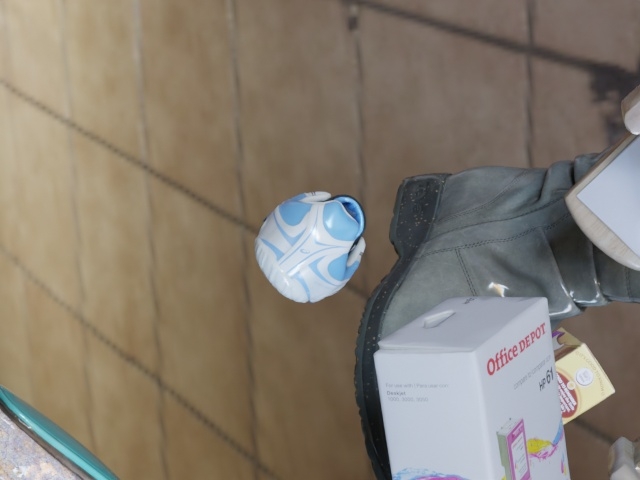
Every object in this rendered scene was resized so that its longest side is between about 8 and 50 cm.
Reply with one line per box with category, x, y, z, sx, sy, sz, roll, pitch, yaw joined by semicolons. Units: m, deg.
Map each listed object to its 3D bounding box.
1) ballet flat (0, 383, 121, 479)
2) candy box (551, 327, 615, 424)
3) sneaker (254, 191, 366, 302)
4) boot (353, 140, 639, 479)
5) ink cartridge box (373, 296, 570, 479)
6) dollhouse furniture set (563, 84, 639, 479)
ballet flat;-0.287;0.142;1.370;0.316;0.106;0.107;45;176;-16
candy box;0.143;0.146;1.434;0.053;0.187;0.109;56;-179;-4
sneaker;0.000;0.000;1.372;0.085;0.086;0.237;57;-177;-3
boot;0.112;0.034;0.923;0.083;0.161;0.246;59;-150;-38
ink cartridge box;0.072;0.093;0.784;0.052;0.088;0.122;-4;103;29
dollhouse furniture set;0.204;0.086;0.721;0.286;0.303;0.198;44;105;-2
